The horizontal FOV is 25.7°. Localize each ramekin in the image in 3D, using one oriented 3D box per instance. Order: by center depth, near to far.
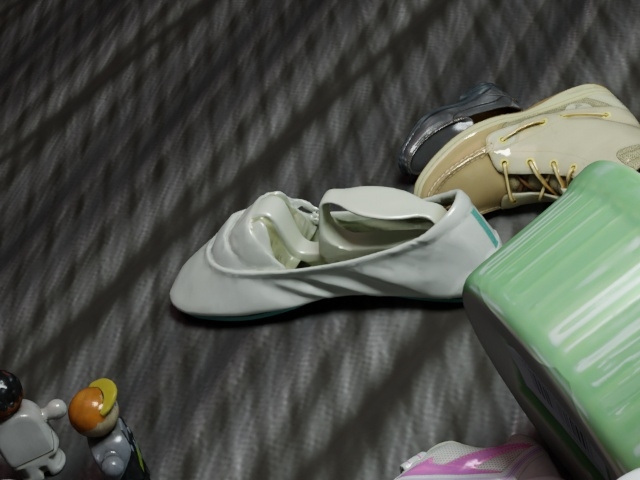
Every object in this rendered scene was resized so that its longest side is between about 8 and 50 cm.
[{"bbox_3d":[0.242,0.102,1.092,0.148,0.303,0.303,-34,35,-4],"label":"ramekin"}]

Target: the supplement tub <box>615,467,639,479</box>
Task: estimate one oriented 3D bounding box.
[{"bbox_3d":[0.321,0.222,0.896,0.272,0.191,0.191,-5,28,-23],"label":"supplement tub"}]

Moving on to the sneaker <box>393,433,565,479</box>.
[{"bbox_3d":[0.093,0.235,1.176,0.252,0.103,0.111,-14,30,2],"label":"sneaker"}]

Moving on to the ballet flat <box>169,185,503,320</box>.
[{"bbox_3d":[0.000,0.000,1.513,0.400,0.139,0.139,-4,38,26],"label":"ballet flat"}]

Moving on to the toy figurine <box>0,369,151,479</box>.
[{"bbox_3d":[-0.291,0.227,1.355,0.213,0.148,0.209,6,44,37],"label":"toy figurine"}]

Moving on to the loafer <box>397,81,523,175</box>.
[{"bbox_3d":[0.164,-0.128,1.656,0.170,0.062,0.061,-39,42,-19],"label":"loafer"}]

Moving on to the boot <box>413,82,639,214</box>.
[{"bbox_3d":[0.247,-0.059,1.485,0.262,0.095,0.203,-24,35,-11],"label":"boot"}]
